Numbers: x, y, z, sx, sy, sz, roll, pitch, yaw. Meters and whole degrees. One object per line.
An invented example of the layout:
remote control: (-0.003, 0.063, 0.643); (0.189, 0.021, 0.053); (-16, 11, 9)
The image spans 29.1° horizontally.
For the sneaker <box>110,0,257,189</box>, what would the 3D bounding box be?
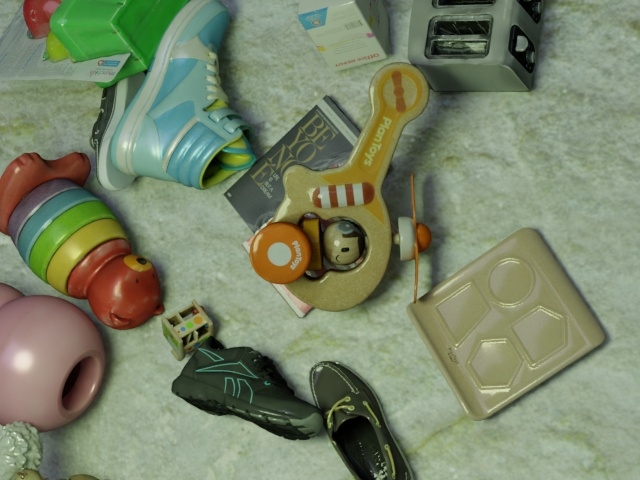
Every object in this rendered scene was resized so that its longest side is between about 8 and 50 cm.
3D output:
sneaker: (-0.164, -0.215, 1.888); (0.208, 0.127, 0.319); (20, 77, 16)

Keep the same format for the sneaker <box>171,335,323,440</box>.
sneaker: (-0.098, 0.201, 1.720); (0.267, 0.101, 0.106); (12, 69, 39)

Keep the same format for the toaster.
toaster: (0.214, -0.302, 1.734); (0.185, 0.110, 0.168); (4, 75, 26)

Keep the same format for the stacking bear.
stacking bear: (-0.357, 0.017, 1.883); (0.289, 0.175, 0.164); (44, 113, 20)

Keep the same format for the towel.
towel: (0.000, 0.000, 1.777); (0.197, 0.029, 0.144); (-40, 77, 10)

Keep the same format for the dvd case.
dvd case: (-0.022, -0.088, 1.831); (0.221, 0.018, 0.164); (-43, 62, 7)

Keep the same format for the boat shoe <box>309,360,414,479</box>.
boat shoe: (0.048, 0.251, 1.667); (0.081, 0.068, 0.228); (-39, 63, 9)

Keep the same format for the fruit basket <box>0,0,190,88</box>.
fruit basket: (-0.374, -0.372, 2.002); (0.353, 0.165, 0.327); (1, 54, 43)

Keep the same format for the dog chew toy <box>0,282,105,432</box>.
dog chew toy: (-0.491, 0.155, 1.858); (0.331, 0.206, 0.207); (21, 84, 21)

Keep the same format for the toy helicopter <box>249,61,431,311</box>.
toy helicopter: (0.068, -0.067, 1.674); (0.235, 0.140, 0.355); (24, 98, 2)

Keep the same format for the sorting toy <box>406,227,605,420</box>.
sorting toy: (0.244, 0.111, 1.641); (0.208, 0.038, 0.193); (-33, 64, 8)

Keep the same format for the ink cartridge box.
ink cartridge box: (0.039, -0.323, 1.813); (0.092, 0.143, 0.090); (-11, 53, 22)

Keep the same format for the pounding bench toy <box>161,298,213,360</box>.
pounding bench toy: (-0.193, 0.138, 1.827); (0.065, 0.083, 0.052); (-29, 62, -21)

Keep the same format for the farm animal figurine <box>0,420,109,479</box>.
farm animal figurine: (-0.359, 0.456, 1.716); (0.172, 0.330, 0.327); (-18, 39, 22)

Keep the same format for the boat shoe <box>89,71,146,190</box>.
boat shoe: (-0.330, -0.174, 1.958); (0.076, 0.080, 0.229); (-13, 59, 31)
